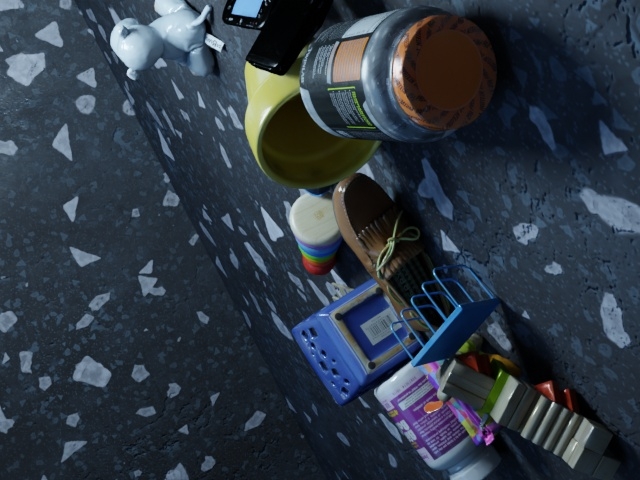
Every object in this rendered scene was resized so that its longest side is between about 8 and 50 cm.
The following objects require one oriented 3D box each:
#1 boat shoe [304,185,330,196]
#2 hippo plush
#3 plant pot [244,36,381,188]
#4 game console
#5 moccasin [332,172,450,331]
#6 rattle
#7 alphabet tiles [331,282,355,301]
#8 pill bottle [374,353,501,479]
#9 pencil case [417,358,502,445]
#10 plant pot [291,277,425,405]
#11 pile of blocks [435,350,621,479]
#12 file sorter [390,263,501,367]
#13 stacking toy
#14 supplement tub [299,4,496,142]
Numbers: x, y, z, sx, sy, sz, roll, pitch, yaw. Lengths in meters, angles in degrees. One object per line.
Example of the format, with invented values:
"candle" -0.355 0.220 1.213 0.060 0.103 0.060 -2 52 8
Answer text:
"boat shoe" -0.062 -0.221 1.954 0.258 0.109 0.089 39 152 7
"hippo plush" -0.416 -0.503 2.186 0.294 0.236 0.234 40 154 46
"plant pot" -0.033 -0.266 1.563 0.254 0.253 0.239 80 169 -49
"game console" -0.095 -0.416 1.507 0.044 0.213 0.361 30 180 -35
"moccasin" 0.150 0.031 1.685 0.380 0.139 0.147 64 161 -17
"rattle" 0.308 0.300 1.691 0.142 0.130 0.200 23 112 8
"alphabet tiles" 0.138 0.275 2.335 0.343 0.011 0.285 64 162 -16
"pill bottle" 0.275 0.420 1.921 0.302 0.169 0.169 52 162 9
"pencil case" 0.312 0.332 1.806 0.236 0.104 0.104 52 161 20
"plant pot" 0.103 0.234 2.018 0.236 0.235 0.212 56 155 9
"pile of blocks" 0.386 0.291 1.517 0.362 0.113 0.149 29 -171 21
"file sorter" 0.230 0.140 1.570 0.104 0.118 0.170 55 130 29
"stacking toy" 0.000 0.000 2.101 0.141 0.141 0.330 53 169 18
"supplement tub" 0.110 -0.245 1.245 0.316 0.193 0.194 20 138 64
